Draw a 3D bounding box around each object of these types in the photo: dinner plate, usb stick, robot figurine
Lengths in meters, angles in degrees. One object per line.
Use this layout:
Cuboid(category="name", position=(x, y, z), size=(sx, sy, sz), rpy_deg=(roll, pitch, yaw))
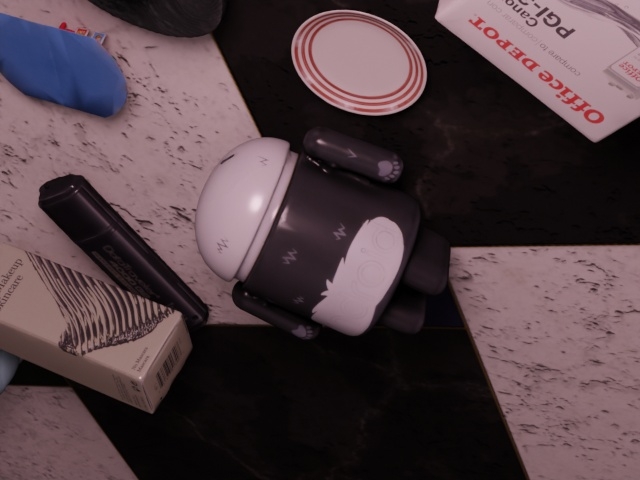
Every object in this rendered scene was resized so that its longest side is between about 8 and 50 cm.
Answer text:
Cuboid(category="dinner plate", position=(0.040, -0.181, 1.492), size=(0.141, 0.017, 0.141), rpy_deg=(11, 141, 9))
Cuboid(category="usb stick", position=(-0.242, 0.020, 1.842), size=(0.077, 0.045, 0.278), rpy_deg=(-19, 129, 30))
Cuboid(category="robot figurine", position=(0.001, -0.003, 1.608), size=(0.278, 0.209, 0.173), rpy_deg=(23, 172, -6))

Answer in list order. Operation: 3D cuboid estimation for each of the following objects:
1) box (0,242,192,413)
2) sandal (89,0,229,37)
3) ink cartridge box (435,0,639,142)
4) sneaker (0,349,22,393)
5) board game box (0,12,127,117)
Cuboid(category="box", position=(-0.309, 0.109, 1.878), size=(0.275, 0.113, 0.094), rpy_deg=(19, 151, 17))
Cuboid(category="sandal", position=(-0.260, -0.332, 1.362), size=(0.168, 0.107, 0.446), rpy_deg=(-17, 128, 38))
Cuboid(category="ink cartridge box", position=(0.268, -0.231, 1.248), size=(0.207, 0.117, 0.283), rpy_deg=(35, 140, -19))
Cuboid(category="sneaker", position=(-0.552, 0.094, 1.980), size=(0.366, 0.150, 0.135), rpy_deg=(39, 138, -23))
Cuboid(category="board game box", position=(-0.280, -0.199, 1.601), size=(0.169, 0.033, 0.133), rpy_deg=(17, 148, 12))
